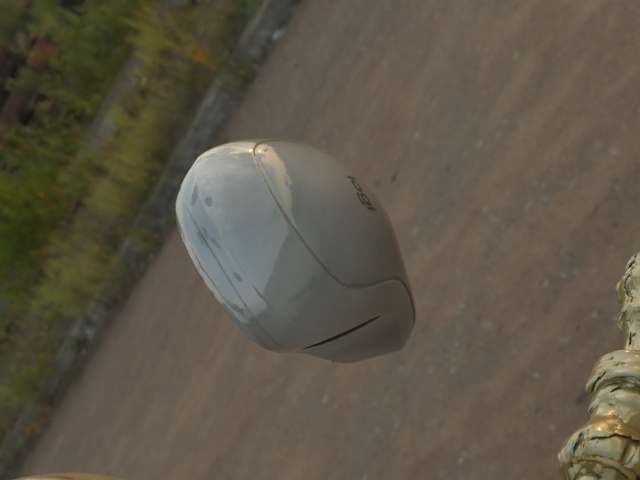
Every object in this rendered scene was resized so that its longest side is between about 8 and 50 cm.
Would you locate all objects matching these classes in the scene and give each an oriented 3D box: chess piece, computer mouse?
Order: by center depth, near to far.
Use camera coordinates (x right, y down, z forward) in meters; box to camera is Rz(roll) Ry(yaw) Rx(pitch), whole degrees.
[{"bbox_3d":[0.169,0.077,0.686,0.060,0.060,0.172,-44,10,52],"label":"chess piece"},{"bbox_3d":[0.000,0.000,1.004,0.121,0.184,0.297,-40,-21,15],"label":"computer mouse"}]

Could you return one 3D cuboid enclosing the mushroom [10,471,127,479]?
[{"bbox_3d":[-0.124,0.216,0.573,0.215,0.207,0.207,-34,25,18],"label":"mushroom"}]
